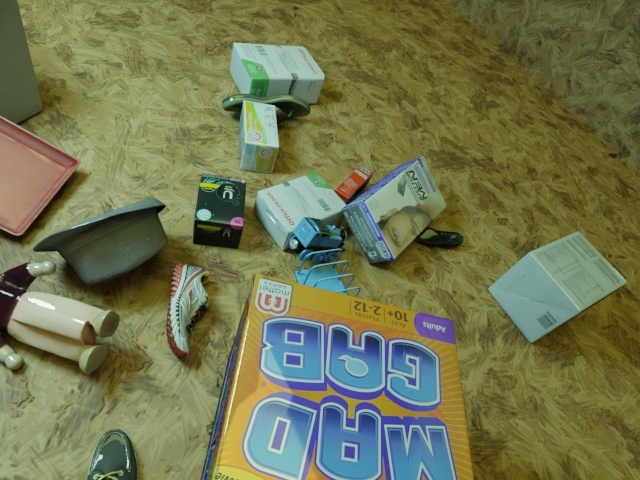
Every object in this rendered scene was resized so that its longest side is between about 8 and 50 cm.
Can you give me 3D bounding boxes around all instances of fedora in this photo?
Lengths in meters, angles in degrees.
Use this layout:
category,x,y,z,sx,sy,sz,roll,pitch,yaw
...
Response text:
category,x,y,z,sx,sy,sz,roll,pitch,yaw
fedora,-0.447,0.014,0.936,0.275,0.243,0.124,-34,99,-50

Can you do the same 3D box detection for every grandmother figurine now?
category,x,y,z,sx,sy,sz,roll,pitch,yaw
grandmother figurine,-0.573,0.134,0.819,0.342,0.104,0.208,15,67,0

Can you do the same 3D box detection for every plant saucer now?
category,x,y,z,sx,sy,sz,roll,pitch,yaw
plant saucer,-0.752,-0.159,0.993,0.259,0.047,0.259,32,49,-21

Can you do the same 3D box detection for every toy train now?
category,x,y,z,sx,sy,sz,roll,pitch,yaw
toy train,0.000,0.000,1.134,0.184,0.105,0.080,8,38,-50

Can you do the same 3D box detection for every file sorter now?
category,x,y,z,sx,sy,sz,roll,pitch,yaw
file sorter,0.027,0.118,1.081,0.118,0.104,0.170,-7,56,-26

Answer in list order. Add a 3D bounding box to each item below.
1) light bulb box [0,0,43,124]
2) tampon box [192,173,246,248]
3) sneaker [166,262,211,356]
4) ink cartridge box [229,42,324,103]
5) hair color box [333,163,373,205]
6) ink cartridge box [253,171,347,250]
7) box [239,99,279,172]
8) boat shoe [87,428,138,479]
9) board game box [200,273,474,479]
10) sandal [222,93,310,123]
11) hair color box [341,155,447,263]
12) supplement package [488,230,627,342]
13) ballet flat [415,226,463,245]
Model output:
category,x,y,z,sx,sy,sz,roll,pitch,yaw
light bulb box,-0.933,-0.492,1.030,0.361,0.358,0.225,27,47,3
tampon box,-0.264,-0.077,1.125,0.120,0.101,0.161,7,51,-15
sneaker,-0.288,0.146,0.948,0.092,0.088,0.225,8,51,-17
ink cartridge box,-0.160,-0.609,1.577,0.289,0.122,0.211,-10,57,-27
hair color box,0.092,-0.155,1.331,0.053,0.093,0.167,35,50,7
ink cartridge box,-0.058,-0.088,1.219,0.219,0.093,0.160,-24,65,-34
box,-0.196,-0.324,1.342,0.103,0.114,0.203,4,53,-17
boat shoe,-0.350,0.426,0.713,0.081,0.069,0.228,1,53,-20
board game box,0.000,0.332,0.732,0.356,0.356,0.357,15,49,-10
sandal,-0.181,-0.434,1.455,0.302,0.120,0.086,-6,83,-23
hair color box,0.231,-0.097,1.281,0.339,0.110,0.185,-38,105,-37
supplement package,0.690,0.133,1.259,0.262,0.199,0.198,-16,61,-31
ballet flat,0.369,-0.006,1.362,0.173,0.049,0.058,8,78,-9
